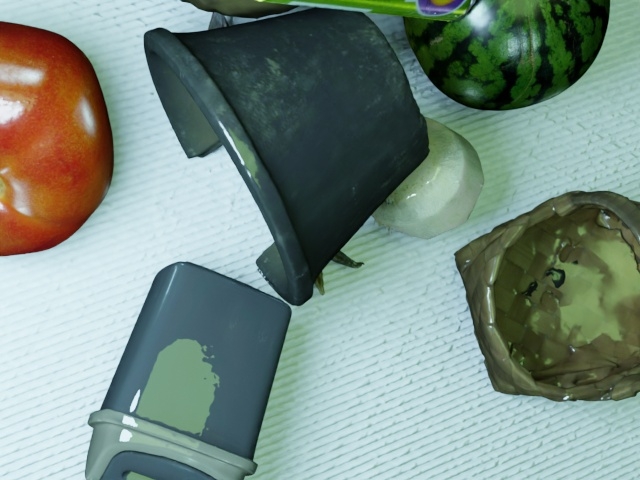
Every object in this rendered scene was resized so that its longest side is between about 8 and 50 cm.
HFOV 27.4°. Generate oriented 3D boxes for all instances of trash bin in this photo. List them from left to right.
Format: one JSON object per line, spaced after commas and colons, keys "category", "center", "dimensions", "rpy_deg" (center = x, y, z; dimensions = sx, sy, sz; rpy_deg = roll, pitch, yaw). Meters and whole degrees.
{"category": "trash bin", "center": [-0.165, 0.190, 1.653], "dimensions": [0.209, 0.182, 0.290], "rpy_deg": [22, 74, -14]}

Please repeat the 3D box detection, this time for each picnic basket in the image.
{"category": "picnic basket", "center": [0.383, 0.073, 1.765], "dimensions": [0.337, 0.337, 0.293], "rpy_deg": [-17, 90, -18]}

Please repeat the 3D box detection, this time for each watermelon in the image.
{"category": "watermelon", "center": [0.249, -0.315, 1.783], "dimensions": [0.285, 0.285, 0.285], "rpy_deg": [2, 84, -18]}

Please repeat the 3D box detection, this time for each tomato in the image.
{"category": "tomato", "center": [-0.380, -0.134, 1.582], "dimensions": [0.299, 0.298, 0.226], "rpy_deg": [24, 38, -14]}

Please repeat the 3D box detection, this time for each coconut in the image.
{"category": "coconut", "center": [0.136, -0.079, 1.785], "dimensions": [0.171, 0.183, 0.170], "rpy_deg": [-7, 72, 22]}

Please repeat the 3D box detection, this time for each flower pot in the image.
{"category": "flower pot", "center": [-0.024, -0.141, 1.602], "dimensions": [0.251, 0.379, 0.379], "rpy_deg": [-29, 94, -9]}

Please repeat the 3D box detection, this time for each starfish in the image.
{"category": "starfish", "center": [0.000, 0.000, 1.790], "dimensions": [0.133, 0.041, 0.130], "rpy_deg": [29, 86, -20]}

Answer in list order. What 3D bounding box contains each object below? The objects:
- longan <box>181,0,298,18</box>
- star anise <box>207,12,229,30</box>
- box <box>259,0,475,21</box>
{"category": "longan", "center": [-0.086, -0.478, 1.652], "dimensions": [0.391, 0.391, 0.391], "rpy_deg": [2, 84, -18]}
{"category": "star anise", "center": [-0.132, -0.254, 1.760], "dimensions": [0.124, 0.056, 0.129], "rpy_deg": [-6, 103, -14]}
{"category": "box", "center": [0.057, -0.330, 1.527], "dimensions": [0.346, 0.097, 0.134], "rpy_deg": [-4, 124, -47]}
